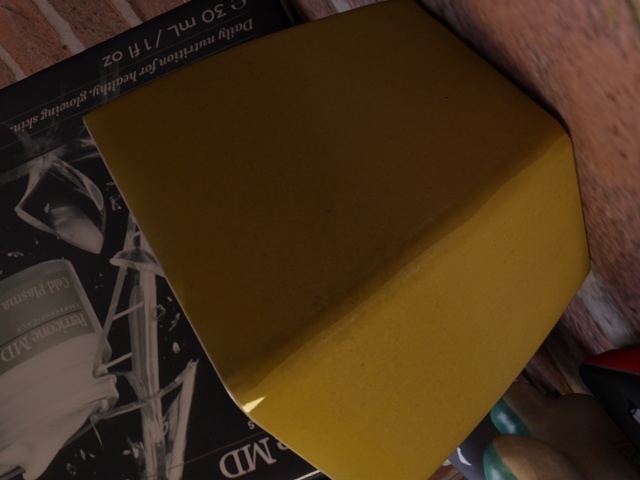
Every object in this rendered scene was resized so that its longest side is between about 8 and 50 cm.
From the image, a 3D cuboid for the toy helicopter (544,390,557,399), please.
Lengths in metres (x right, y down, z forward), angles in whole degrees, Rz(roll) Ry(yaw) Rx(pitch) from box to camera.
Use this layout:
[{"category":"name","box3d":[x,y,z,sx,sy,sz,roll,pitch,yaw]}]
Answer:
[{"category":"toy helicopter","box3d":[0.333,0.334,0.863,0.355,0.140,0.235,65,-168,16]}]

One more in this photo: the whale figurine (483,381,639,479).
[{"category":"whale figurine","box3d":[0.180,0.204,0.561,0.272,0.141,0.216,21,-153,-56]}]

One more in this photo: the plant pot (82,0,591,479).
[{"category":"plant pot","box3d":[0.029,-0.006,0.445,0.212,0.187,0.212,53,179,37]}]

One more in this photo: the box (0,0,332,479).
[{"category":"box","box3d":[-0.164,0.066,0.826,0.297,0.480,0.471,50,-163,-71]}]

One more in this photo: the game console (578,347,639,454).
[{"category":"game console","box3d":[0.267,0.209,0.337,0.386,0.060,0.342,54,179,11]}]

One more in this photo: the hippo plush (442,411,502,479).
[{"category":"hippo plush","box3d":[0.189,0.210,1.025,0.294,0.234,0.237,13,177,-39]}]
